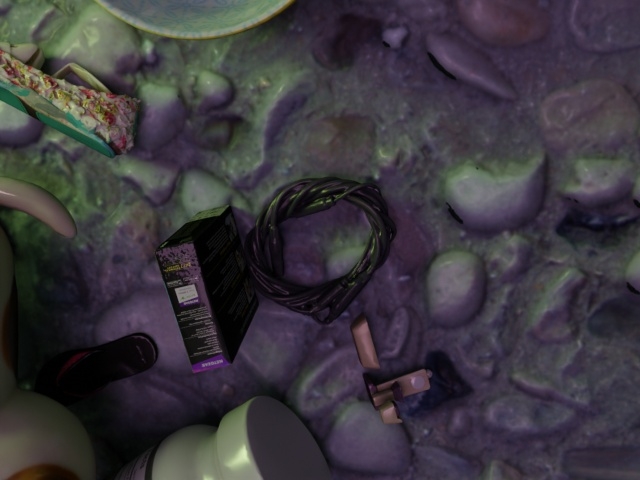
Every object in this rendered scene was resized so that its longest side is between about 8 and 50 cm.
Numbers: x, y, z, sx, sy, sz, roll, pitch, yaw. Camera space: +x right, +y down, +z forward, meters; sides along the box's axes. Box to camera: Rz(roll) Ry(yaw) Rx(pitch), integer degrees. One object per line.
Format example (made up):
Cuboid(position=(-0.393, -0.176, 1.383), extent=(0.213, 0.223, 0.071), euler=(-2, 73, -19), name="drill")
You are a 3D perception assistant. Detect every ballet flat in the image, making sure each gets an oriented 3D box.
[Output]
Cuboid(position=(-0.313, -0.175, 0.783), extent=(0.241, 0.091, 0.077), euler=(27, 75, -5), name="ballet flat")

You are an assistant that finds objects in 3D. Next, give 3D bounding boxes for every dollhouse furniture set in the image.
Cuboid(position=(0.090, 0.140, 0.815), extent=(0.081, 0.091, 0.114), euler=(-17, 99, -5), name="dollhouse furniture set")

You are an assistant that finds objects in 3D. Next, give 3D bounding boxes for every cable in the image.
Cuboid(position=(0.000, 0.000, 0.806), extent=(0.150, 0.047, 0.184), euler=(37, 108, 1), name="cable")

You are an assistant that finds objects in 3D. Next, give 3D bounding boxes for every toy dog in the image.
Cuboid(position=(-0.407, 0.164, 0.746), extent=(0.395, 0.284, 0.408), euler=(-31, 98, -28), name="toy dog")

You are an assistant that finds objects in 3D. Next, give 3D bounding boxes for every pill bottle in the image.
Cuboid(position=(-0.173, 0.353, 0.826), extent=(0.363, 0.210, 0.210), euler=(-35, 98, 14), name="pill bottle")

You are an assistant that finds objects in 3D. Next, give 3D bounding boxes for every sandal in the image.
Cuboid(position=(-0.293, 0.167, 0.878), extent=(0.179, 0.040, 0.067), euler=(-23, 101, 12), name="sandal")

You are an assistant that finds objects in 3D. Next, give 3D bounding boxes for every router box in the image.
Cuboid(position=(-0.117, 0.045, 0.755), extent=(0.046, 0.179, 0.133), euler=(-13, 103, 8), name="router box")

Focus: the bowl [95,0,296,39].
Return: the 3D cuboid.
Cuboid(position=(-0.105, -0.341, 0.666), extent=(0.289, 0.156, 0.289), euler=(2, 105, 7), name="bowl")
